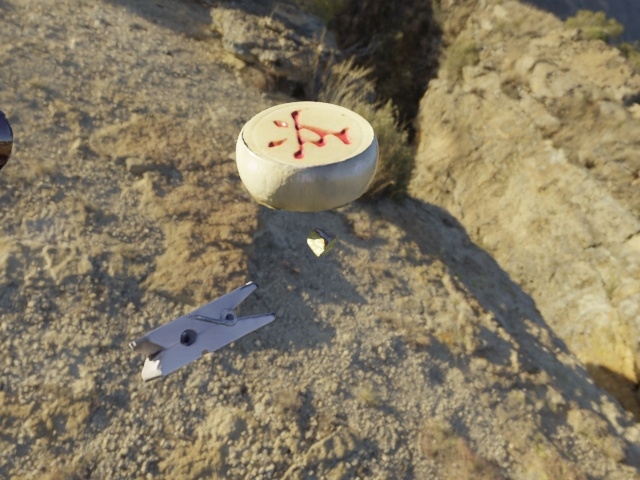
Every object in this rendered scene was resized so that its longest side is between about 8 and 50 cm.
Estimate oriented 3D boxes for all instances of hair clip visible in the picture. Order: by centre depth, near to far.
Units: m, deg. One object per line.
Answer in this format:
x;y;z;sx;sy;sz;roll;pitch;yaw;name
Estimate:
-0.225;0.176;1.205;0.331;0.085;0.101;-24;91;-53;hair clip

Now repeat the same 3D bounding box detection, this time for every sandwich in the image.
0.000;0.000;1.039;0.044;0.030;0.083;31;17;7;sandwich

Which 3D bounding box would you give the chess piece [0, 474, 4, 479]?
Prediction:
-0.616;0.454;1.097;0.200;0.090;0.090;54;33;9;chess piece

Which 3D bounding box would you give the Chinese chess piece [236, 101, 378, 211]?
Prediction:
-0.022;-0.150;1.067;0.250;0.103;0.249;0;38;0;Chinese chess piece

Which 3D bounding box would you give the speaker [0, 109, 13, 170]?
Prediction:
-0.684;-0.218;1.108;0.198;0.259;0.329;38;-3;-17;speaker
